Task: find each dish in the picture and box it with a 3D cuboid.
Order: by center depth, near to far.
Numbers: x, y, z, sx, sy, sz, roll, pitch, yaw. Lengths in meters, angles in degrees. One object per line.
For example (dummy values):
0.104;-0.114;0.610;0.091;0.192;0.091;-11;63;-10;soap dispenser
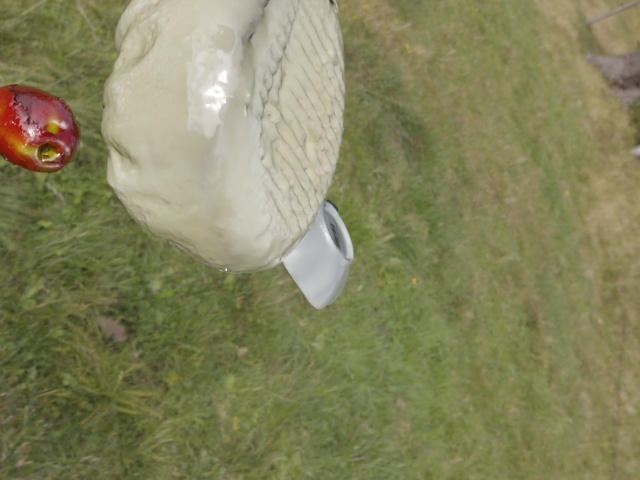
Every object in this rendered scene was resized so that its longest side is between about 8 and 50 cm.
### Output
0.000;0.000;1.136;0.191;0.066;0.191;54;21;-32;dish

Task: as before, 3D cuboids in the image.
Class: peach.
-0.443;-0.184;1.252;0.172;0.092;0.127;49;34;20;peach

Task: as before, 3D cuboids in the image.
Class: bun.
-0.111;-0.151;0.923;0.359;0.210;0.360;6;90;-68;bun
